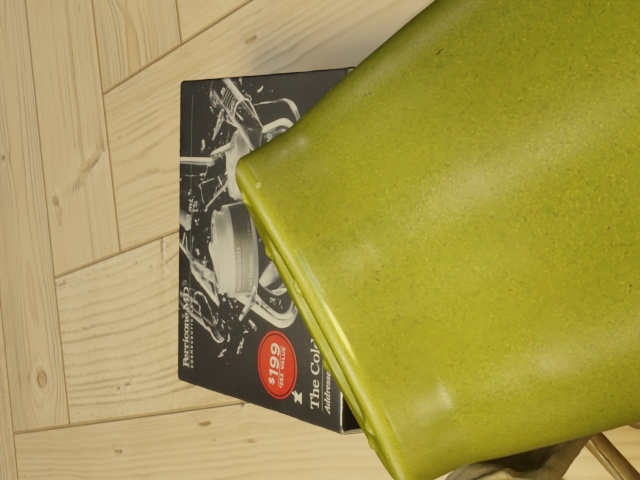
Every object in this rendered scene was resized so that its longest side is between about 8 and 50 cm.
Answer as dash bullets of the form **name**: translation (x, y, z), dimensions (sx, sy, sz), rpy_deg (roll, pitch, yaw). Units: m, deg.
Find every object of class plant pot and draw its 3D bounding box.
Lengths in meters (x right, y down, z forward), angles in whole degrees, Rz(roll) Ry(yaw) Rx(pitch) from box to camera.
- **plant pot**: translation (0.149, -0.022, 0.762), dimensions (0.366, 0.353, 0.366), rpy_deg (61, 175, 9)

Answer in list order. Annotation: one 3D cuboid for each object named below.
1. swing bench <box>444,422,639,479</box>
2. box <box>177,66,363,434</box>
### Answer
- **swing bench**: translation (0.211, 0.206, 0.832), dimensions (0.255, 0.253, 0.165), rpy_deg (32, 120, 17)
- **box**: translation (0.000, 0.000, 1.235), dimensions (0.312, 0.179, 0.343), rpy_deg (6, 96, 54)
